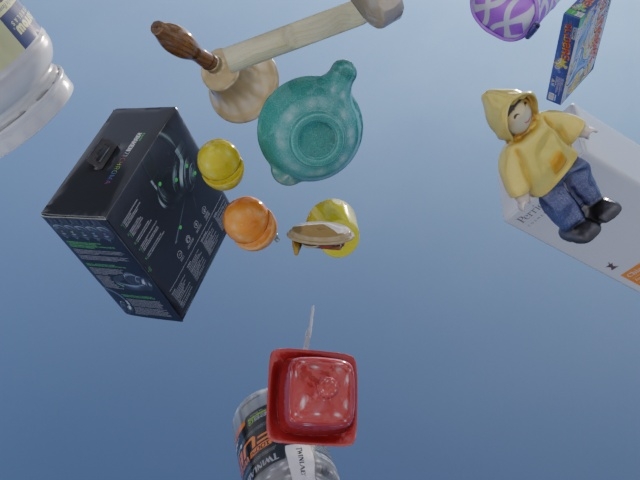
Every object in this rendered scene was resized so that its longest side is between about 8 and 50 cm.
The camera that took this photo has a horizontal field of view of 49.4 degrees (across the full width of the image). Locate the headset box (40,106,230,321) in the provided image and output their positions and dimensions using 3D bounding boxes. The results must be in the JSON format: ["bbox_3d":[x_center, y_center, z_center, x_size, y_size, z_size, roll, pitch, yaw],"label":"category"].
[{"bbox_3d":[-0.288,-0.049,1.149,0.131,0.283,0.246,4,-127,24],"label":"headset box"}]

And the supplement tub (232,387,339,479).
[{"bbox_3d":[-0.072,0.469,1.456,0.193,0.194,0.316,-31,-151,-1],"label":"supplement tub"}]

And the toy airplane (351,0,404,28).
[{"bbox_3d":[-0.050,-0.427,0.690,0.272,0.386,0.384,-34,-145,14],"label":"toy airplane"}]

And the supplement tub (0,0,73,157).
[{"bbox_3d":[-0.524,-0.283,0.947,0.235,0.325,0.235,-22,-143,18],"label":"supplement tub"}]

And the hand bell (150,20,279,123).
[{"bbox_3d":[-0.167,-0.263,1.003,0.126,0.242,0.126,-3,-98,21],"label":"hand bell"}]

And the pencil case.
[{"bbox_3d":[0.246,-0.306,0.777,0.086,0.088,0.206,34,-122,12],"label":"pencil case"}]

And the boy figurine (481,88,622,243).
[{"bbox_3d":[0.360,-0.135,1.095,0.177,0.285,0.092,-41,-161,-3],"label":"boy figurine"}]

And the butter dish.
[{"bbox_3d":[-0.001,0.252,1.150,0.159,0.118,0.160,8,-112,-14],"label":"butter dish"}]

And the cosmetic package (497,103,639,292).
[{"bbox_3d":[0.625,-0.066,1.460,0.230,0.453,0.162,-49,-156,41],"label":"cosmetic package"}]

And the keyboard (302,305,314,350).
[{"bbox_3d":[-0.032,0.231,1.512,0.014,0.256,0.072,13,-124,1],"label":"keyboard"}]

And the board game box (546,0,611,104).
[{"bbox_3d":[0.494,-0.377,1.326,0.035,0.201,0.136,32,-117,27],"label":"board game box"}]

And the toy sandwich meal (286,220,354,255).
[{"bbox_3d":[0.000,0.000,0.790,0.085,0.029,0.085,1,-163,0],"label":"toy sandwich meal"}]

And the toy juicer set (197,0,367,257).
[{"bbox_3d":[-0.047,-0.135,0.854,0.209,0.329,0.089,-2,-157,-10],"label":"toy juicer set"}]
